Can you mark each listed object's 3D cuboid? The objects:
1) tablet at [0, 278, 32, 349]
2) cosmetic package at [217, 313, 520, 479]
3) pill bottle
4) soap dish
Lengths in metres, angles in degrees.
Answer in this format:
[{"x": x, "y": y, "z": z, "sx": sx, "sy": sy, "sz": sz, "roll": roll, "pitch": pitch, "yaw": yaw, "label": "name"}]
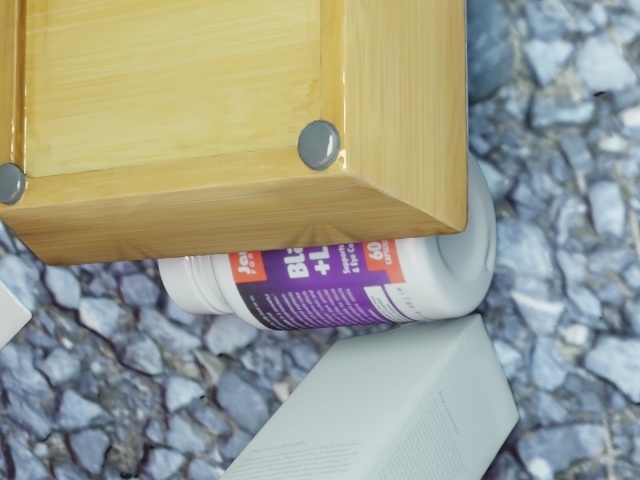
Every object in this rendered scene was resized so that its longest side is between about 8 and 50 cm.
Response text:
[{"x": -0.255, "y": 0.058, "z": 1.255, "sx": 0.054, "sy": 0.006, "sz": 0.083, "roll": 47, "pitch": 128, "yaw": -1, "label": "tablet"}, {"x": 0.023, "y": 0.139, "z": 1.000, "sx": 0.117, "sy": 0.231, "sz": 0.085, "roll": -12, "pitch": 108, "yaw": 34, "label": "cosmetic package"}, {"x": 0.000, "y": 0.000, "z": 1.015, "sx": 0.193, "sy": 0.108, "sz": 0.108, "roll": -6, "pitch": 112, "yaw": 31, "label": "pill bottle"}, {"x": -0.059, "y": -0.109, "z": 0.932, "sx": 0.291, "sy": 0.118, "sz": 0.229, "roll": -5, "pitch": 81, "yaw": 33, "label": "soap dish"}]
